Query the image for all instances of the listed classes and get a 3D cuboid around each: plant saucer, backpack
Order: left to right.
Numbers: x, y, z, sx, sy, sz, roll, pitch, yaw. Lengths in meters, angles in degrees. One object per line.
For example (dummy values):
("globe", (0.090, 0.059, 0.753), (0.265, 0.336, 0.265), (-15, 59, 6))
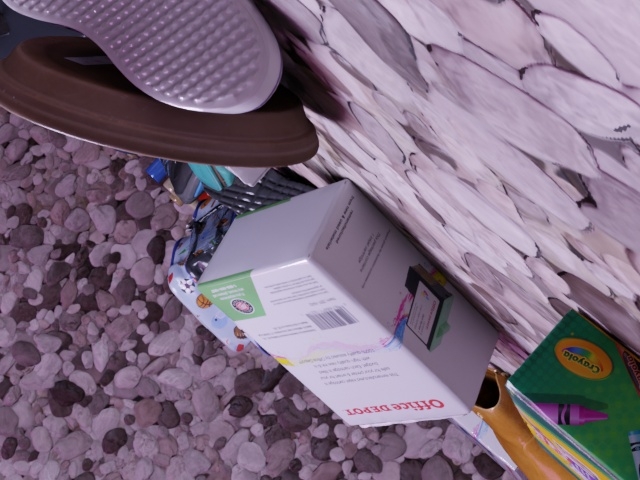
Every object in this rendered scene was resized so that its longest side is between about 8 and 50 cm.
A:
("plant saucer", (-0.133, -0.120, 0.960), (0.278, 0.041, 0.278), (12, -162, -4))
("backpack", (-0.112, 0.032, 1.901), (0.276, 0.213, 0.263), (53, -152, -30))

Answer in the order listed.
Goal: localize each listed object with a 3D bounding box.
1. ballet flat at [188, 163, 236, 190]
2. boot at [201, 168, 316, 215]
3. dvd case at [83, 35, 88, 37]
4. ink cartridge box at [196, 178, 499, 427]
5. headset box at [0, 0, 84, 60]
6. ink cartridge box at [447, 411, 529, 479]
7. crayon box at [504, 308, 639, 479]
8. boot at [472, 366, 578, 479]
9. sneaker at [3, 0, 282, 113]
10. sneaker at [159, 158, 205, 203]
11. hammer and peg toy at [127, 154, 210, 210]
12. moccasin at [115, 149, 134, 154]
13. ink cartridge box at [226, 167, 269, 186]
("ballet flat", (-0.151, -0.149, 1.434), (0.083, 0.087, 0.247), (27, 167, 24))
("boot", (0.000, 0.000, 1.595), (0.338, 0.118, 0.223), (48, -173, 38))
("dvd case", (-0.246, -0.235, 1.591), (0.179, 0.029, 0.239), (32, 179, -16))
("ink cartridge box", (0.034, 0.081, 1.310), (0.201, 0.117, 0.278), (-16, 128, 47))
("headset box", (-0.453, -0.301, 1.414), (0.283, 0.246, 0.131), (37, 144, 46))
("ink cartridge box", (0.294, 0.310, 1.981), (0.212, 0.093, 0.154), (38, 174, 29))
("crayon box", (0.253, 0.170, 0.949), (0.165, 0.081, 0.278), (41, 176, 25))
("boot", (0.303, 0.290, 1.600), (0.211, 0.104, 0.295), (44, 180, -28))
("sneaker", (-0.107, -0.171, 0.911), (0.282, 0.102, 0.161), (33, -168, 31))
("sneaker", (-0.223, -0.148, 1.894), (0.139, 0.125, 0.341), (48, 173, -12))
("hammer and peg toy", (-0.227, -0.112, 2.295), (0.361, 0.127, 0.266), (38, 173, 44))
("moccasin", (-0.358, -0.263, 1.765), (0.117, 0.138, 0.342), (11, 145, 55))
("ink cartridge box", (-0.131, -0.154, 1.212), (0.191, 0.082, 0.139), (36, 173, 46))
